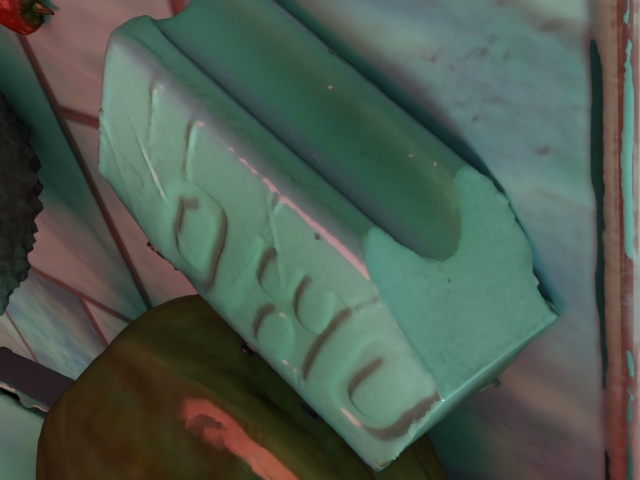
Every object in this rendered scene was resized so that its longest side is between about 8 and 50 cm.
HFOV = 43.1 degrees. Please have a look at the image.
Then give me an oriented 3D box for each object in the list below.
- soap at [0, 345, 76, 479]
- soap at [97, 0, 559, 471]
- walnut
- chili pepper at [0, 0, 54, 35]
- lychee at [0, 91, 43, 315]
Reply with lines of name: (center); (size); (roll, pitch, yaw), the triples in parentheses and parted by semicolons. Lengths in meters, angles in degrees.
soap: (-0.306, 0.315, 0.725); (0.156, 0.446, 0.261); (28, -172, 9)
soap: (0.000, 0.000, 0.398); (0.230, 0.091, 0.145); (43, 149, 11)
walnut: (-0.045, 0.154, 0.496); (0.261, 0.225, 0.225); (31, 145, 21)
chili pepper: (-0.247, -0.185, 0.560); (0.178, 0.027, 0.045); (35, 147, 25)
lychee: (-0.364, -0.035, 0.624); (0.300, 0.300, 0.300); (32, 145, 26)
